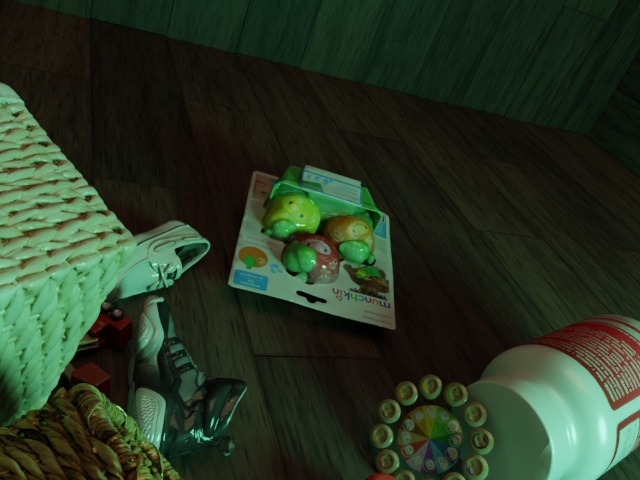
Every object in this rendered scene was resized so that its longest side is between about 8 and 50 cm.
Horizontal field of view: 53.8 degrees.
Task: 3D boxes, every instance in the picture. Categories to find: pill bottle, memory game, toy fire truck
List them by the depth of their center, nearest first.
[{"bbox_3d":[-0.352,0.143,0.921,0.192,0.047,0.135,27,38,17],"label":"toy fire truck"},{"bbox_3d":[0.160,0.290,0.928,0.186,0.186,0.012,45,-1,33],"label":"memory game"},{"bbox_3d":[0.409,0.267,1.043,0.408,0.229,0.229,-8,42,-41],"label":"pill bottle"}]

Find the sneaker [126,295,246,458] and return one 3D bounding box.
[{"bbox_3d":[-0.192,0.195,0.903,0.153,0.101,0.268,9,39,-22],"label":"sneaker"}]

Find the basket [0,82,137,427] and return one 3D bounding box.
[{"bbox_3d":[-0.415,0.049,0.622,0.266,0.331,0.328,42,28,9],"label":"basket"}]

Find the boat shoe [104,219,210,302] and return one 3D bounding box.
[{"bbox_3d":[-0.283,0.043,1.089,0.088,0.096,0.267,24,22,11],"label":"boat shoe"}]

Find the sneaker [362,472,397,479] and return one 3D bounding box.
[{"bbox_3d":[0.129,0.385,0.739,0.107,0.118,0.279,6,34,-28],"label":"sneaker"}]

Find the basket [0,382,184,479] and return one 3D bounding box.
[{"bbox_3d":[-0.141,0.259,0.538,0.299,0.213,0.223,40,37,24],"label":"basket"}]

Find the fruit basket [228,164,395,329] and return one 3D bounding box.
[{"bbox_3d":[0.000,0.000,1.266,0.327,0.165,0.353,17,34,-10],"label":"fruit basket"}]
